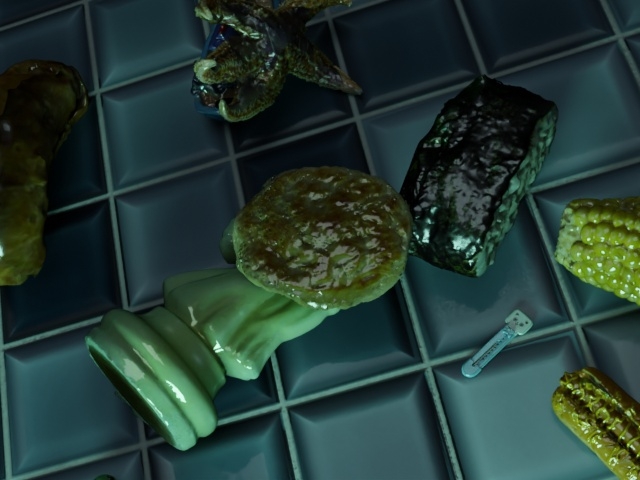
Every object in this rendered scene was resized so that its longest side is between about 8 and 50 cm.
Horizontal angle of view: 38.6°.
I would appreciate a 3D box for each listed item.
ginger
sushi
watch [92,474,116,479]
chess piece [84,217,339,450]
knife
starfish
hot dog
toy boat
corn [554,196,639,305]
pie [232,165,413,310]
[{"bbox_3d":[-0.400,-0.103,1.145,0.165,0.172,0.321,-15,57,50],"label":"ginger"},{"bbox_3d":[0.168,-0.074,1.013,0.127,0.124,0.225,26,77,20],"label":"sushi"},{"bbox_3d":[-0.259,0.343,0.940,0.131,0.165,0.152,43,106,24],"label":"watch"},{"bbox_3d":[-0.098,0.077,1.014,0.298,0.175,0.176,-40,63,-20],"label":"chess piece"},{"bbox_3d":[0.190,0.113,0.989,0.096,0.010,0.027,-43,64,-7],"label":"knife"},{"bbox_3d":[-0.050,-0.236,1.119,0.238,0.216,0.071,-49,27,-18],"label":"starfish"},{"bbox_3d":[0.301,0.193,0.907,0.071,0.045,0.165,-42,65,-4],"label":"hot dog"},{"bbox_3d":[-0.106,-0.258,1.179,0.100,0.097,0.223,10,70,14],"label":"toy boat"},{"bbox_3d":[0.407,0.034,0.906,0.347,0.130,0.130,18,72,19],"label":"corn"},{"bbox_3d":[0.000,0.000,0.957,0.194,0.079,0.163,9,55,16],"label":"pie"}]
